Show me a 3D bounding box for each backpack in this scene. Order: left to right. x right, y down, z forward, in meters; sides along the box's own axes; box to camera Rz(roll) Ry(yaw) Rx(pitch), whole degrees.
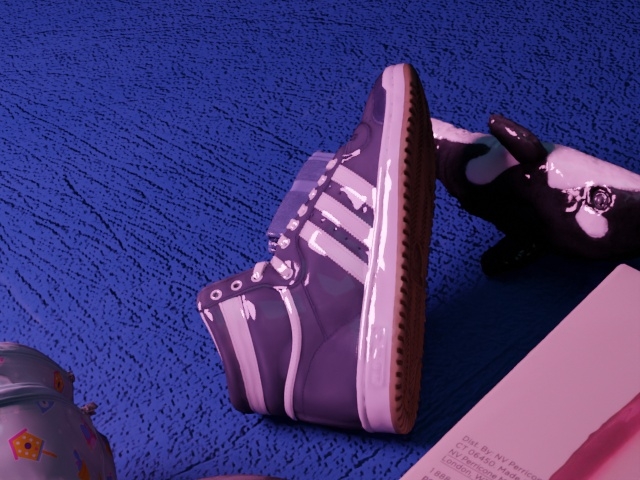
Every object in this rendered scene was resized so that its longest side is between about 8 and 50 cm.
[{"bbox_3d":[-0.212,0.144,0.806,0.166,0.188,0.144,-15,78,-5],"label":"backpack"}]

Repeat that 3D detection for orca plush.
[{"bbox_3d":[0.137,-0.028,1.026,0.287,0.151,0.102,27,84,34],"label":"orca plush"}]

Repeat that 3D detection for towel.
[{"bbox_3d":[0.003,-0.030,1.116,0.067,0.029,0.119,7,42,22],"label":"towel"}]

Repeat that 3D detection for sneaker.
[{"bbox_3d":[0.000,0.000,0.968,0.153,0.099,0.282,-2,68,18],"label":"sneaker"}]

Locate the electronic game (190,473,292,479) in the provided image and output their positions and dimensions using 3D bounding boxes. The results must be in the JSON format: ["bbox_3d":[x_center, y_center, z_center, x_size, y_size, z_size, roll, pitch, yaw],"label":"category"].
[{"bbox_3d":[-0.068,0.211,0.687,0.229,0.048,0.229,-11,36,8],"label":"electronic game"}]

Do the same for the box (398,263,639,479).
[{"bbox_3d":[0.161,0.151,0.762,0.127,0.148,0.232,27,53,37],"label":"box"}]
